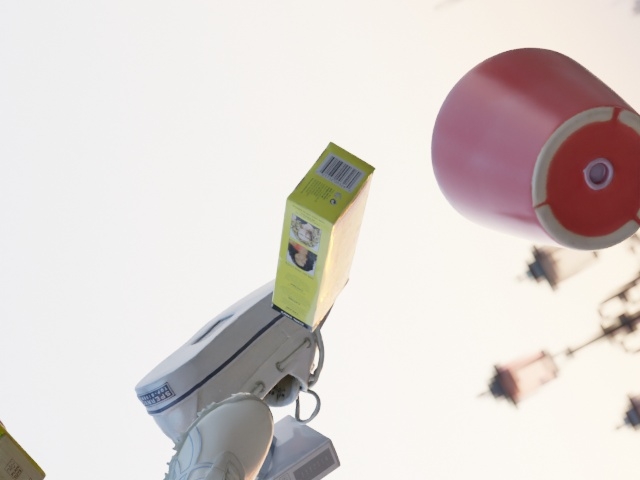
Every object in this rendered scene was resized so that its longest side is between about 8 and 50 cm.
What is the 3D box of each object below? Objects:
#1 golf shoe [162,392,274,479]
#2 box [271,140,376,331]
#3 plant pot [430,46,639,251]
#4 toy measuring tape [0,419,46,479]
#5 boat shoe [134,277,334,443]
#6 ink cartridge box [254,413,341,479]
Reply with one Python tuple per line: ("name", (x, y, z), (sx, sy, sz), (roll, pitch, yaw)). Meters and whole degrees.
("golf shoe", (-0.071, 0.175, 1.038), (0.176, 0.086, 0.069), (-52, -57, -30))
("box", (0.000, 0.000, 1.621), (0.058, 0.087, 0.232), (30, 150, 12))
("plant pot", (0.319, -0.111, 2.113), (0.275, 0.275, 0.243), (53, 175, -24))
("toy measuring tape", (-0.363, 0.290, 1.767), (0.330, 0.121, 0.121), (50, -162, -12))
("boat shoe", (-0.058, 0.148, 1.869), (0.156, 0.136, 0.367), (60, -142, -8))
("ink cartridge box", (-0.155, 0.393, 2.622), (0.261, 0.296, 0.066), (20, 136, 55))
